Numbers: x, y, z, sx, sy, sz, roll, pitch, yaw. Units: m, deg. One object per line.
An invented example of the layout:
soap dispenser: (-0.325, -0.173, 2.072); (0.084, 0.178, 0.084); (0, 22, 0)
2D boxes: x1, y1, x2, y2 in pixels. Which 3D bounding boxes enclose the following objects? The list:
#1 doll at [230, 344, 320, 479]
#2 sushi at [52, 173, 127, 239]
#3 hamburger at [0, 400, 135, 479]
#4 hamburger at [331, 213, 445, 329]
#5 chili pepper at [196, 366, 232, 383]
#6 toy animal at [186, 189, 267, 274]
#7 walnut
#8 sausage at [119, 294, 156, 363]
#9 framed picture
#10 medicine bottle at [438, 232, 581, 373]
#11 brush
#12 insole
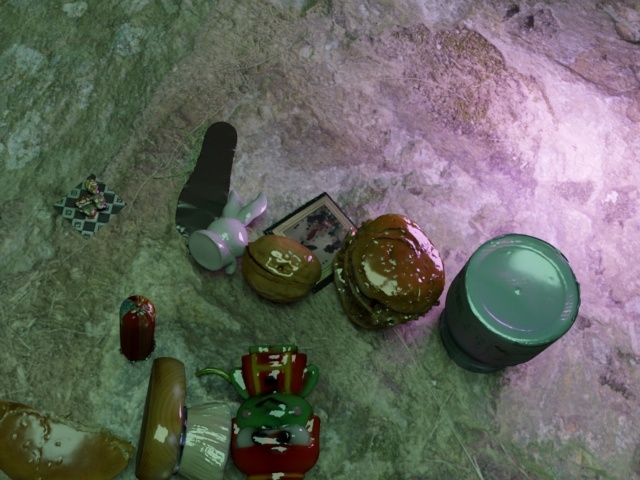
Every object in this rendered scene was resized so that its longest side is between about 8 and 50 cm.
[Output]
doll: (-0.090, 0.389, 1.589); (0.182, 0.160, 0.363); (-1, 68, -1)
sushi: (-0.526, -0.084, 1.816); (0.120, 0.026, 0.126); (40, 66, 10)
hamburger: (-0.506, 0.406, 1.525); (0.283, 0.144, 0.156); (19, 64, -2)
hamburger: (0.152, 0.082, 1.749); (0.245, 0.211, 0.260); (24, 61, -7)
chili pepper: (-0.222, 0.286, 1.695); (0.083, 0.017, 0.030); (18, 65, -1)
toy animal: (-0.199, -0.017, 1.810); (0.104, 0.131, 0.221); (0, 30, 33)
walnut: (-0.091, 0.063, 1.755); (0.180, 0.144, 0.144); (30, 64, -4)
sausage: (-0.365, 0.172, 1.591); (0.083, 0.264, 0.083); (5, 65, -11)
framed picture: (0.000, 0.000, 1.867); (0.195, 0.010, 0.199); (-35, 75, -21)
medicine bottle: (0.384, 0.150, 1.703); (0.245, 0.290, 0.245); (3, 65, -6)
brush: (-0.268, 0.354, 1.582); (0.166, 0.174, 0.266); (9, 53, -15)
insole: (-0.264, -0.148, 1.898); (0.111, 0.007, 0.328); (14, 64, -4)
